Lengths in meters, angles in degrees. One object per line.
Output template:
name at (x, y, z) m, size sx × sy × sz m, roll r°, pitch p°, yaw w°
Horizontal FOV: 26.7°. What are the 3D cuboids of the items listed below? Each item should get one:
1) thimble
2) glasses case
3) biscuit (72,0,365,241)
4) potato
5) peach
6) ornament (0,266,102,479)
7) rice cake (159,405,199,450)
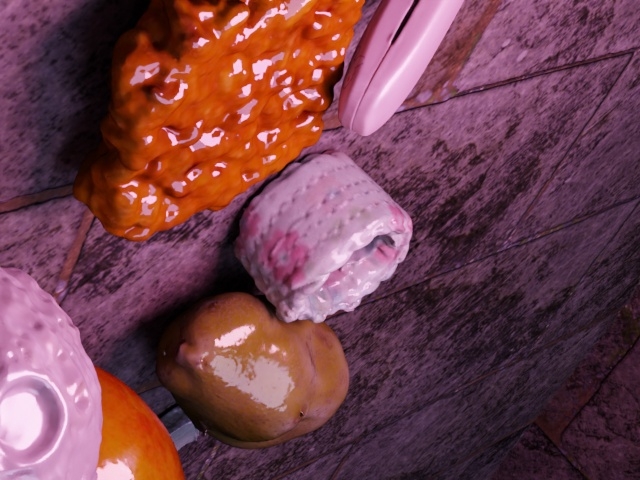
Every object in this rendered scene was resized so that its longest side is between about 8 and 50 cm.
thimble at (0.000, 0.000, 1.705) m, size 0.211 × 0.149 × 0.185 m, roll -35°, pitch 158°, yaw -18°
glasses case at (0.103, -0.244, 1.429) m, size 0.297 × 0.075 × 0.113 m, roll -61°, pitch 175°, yaw -14°
biscuit at (-0.094, -0.155, 1.333) m, size 0.318 × 0.110 × 0.312 m, roll -27°, pitch 155°, yaw -32°
potato at (-0.098, 0.164, 1.781) m, size 0.218 × 0.202 × 0.351 m, roll -9°, pitch 163°, yaw 25°
peach at (-0.304, 0.281, 1.545) m, size 0.308 × 0.308 × 0.332 m, roll -31°, pitch 113°, yaw -24°
ornament at (-0.359, 0.175, 1.212) m, size 0.337 × 0.337 × 0.337 m, roll -34°, pitch 156°, yaw -18°
rice cake at (-0.272, 0.314, 1.967) m, size 0.226 × 0.040 × 0.085 m, roll -30°, pitch 155°, yaw -27°
